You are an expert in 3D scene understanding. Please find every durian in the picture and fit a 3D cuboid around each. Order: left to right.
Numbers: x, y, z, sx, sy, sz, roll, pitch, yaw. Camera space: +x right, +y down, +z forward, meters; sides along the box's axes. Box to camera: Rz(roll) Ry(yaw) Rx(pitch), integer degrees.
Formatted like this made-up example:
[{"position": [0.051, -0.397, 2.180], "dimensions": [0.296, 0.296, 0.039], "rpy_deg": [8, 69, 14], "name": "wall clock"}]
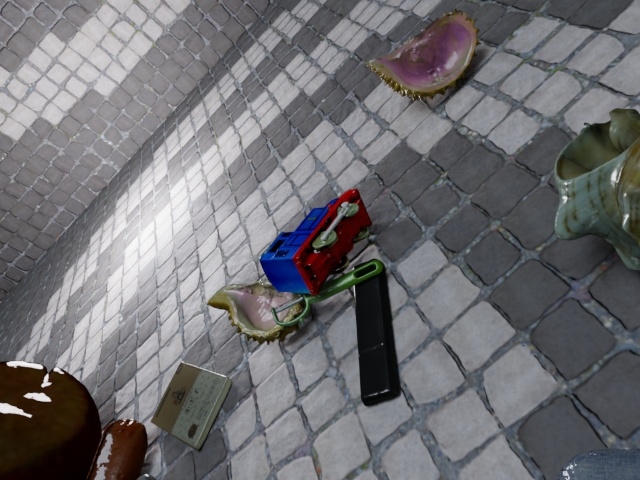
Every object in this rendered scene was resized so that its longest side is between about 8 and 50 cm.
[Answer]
[{"position": [-0.111, 0.127, 0.940], "dimensions": [0.224, 0.078, 0.140], "rpy_deg": [1, 67, 27], "name": "durian"}, {"position": [0.207, -0.354, 0.995], "dimensions": [0.182, 0.132, 0.165], "rpy_deg": [-47, 44, -14], "name": "durian"}]

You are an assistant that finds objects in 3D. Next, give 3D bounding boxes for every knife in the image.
[{"position": [0.012, 0.092, 0.836], "dimensions": [0.212, 0.015, 0.054], "rpy_deg": [-28, 59, 14], "name": "knife"}]

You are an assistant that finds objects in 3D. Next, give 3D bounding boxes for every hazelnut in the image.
[{"position": [-0.654, 0.454, 1.019], "dimensions": [0.402, 0.402, 0.429], "rpy_deg": [-49, 45, 3], "name": "hazelnut"}]

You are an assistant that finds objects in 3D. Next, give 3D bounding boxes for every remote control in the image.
[{"position": [0.081, 0.132, 0.779], "dimensions": [0.063, 0.025, 0.245], "rpy_deg": [-26, 41, 24], "name": "remote control"}]

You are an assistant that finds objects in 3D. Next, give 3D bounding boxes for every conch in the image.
[{"position": [0.353, -0.051, 0.537], "dimensions": [0.203, 0.170, 0.386], "rpy_deg": [-11, 11, 15], "name": "conch"}]

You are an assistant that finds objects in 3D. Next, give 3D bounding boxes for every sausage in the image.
[{"position": [-0.405, 0.502, 0.933], "dimensions": [0.102, 0.102, 0.330], "rpy_deg": [-19, 45, 38], "name": "sausage"}]

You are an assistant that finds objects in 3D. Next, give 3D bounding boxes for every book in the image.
[{"position": [-0.260, 0.321, 1.003], "dimensions": [0.198, 0.016, 0.139], "rpy_deg": [-2, 57, 49], "name": "book"}]

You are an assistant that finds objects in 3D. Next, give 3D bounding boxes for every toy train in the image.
[{"position": [0.000, 0.000, 0.875], "dimensions": [0.131, 0.083, 0.204], "rpy_deg": [-4, 34, 38], "name": "toy train"}]

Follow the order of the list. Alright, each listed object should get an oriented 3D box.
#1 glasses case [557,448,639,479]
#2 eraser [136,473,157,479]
[{"position": [0.324, 0.216, 0.381], "dimensions": [0.282, 0.067, 0.109], "rpy_deg": [-18, 49, 36], "name": "glasses case"}, {"position": [-0.267, 0.542, 0.754], "dimensions": [0.111, 0.077, 0.352], "rpy_deg": [-44, 35, 15], "name": "eraser"}]
